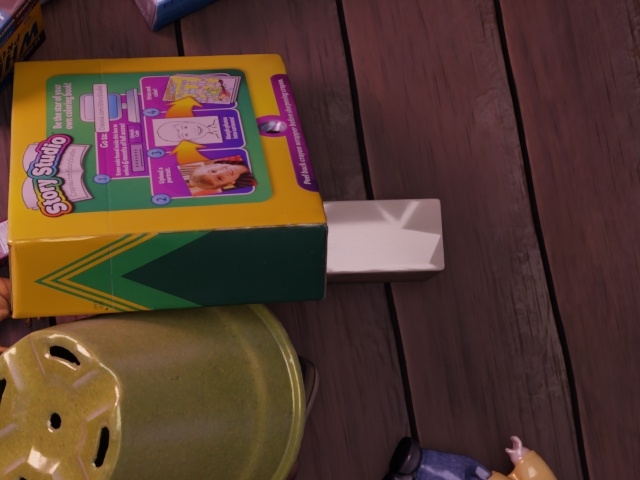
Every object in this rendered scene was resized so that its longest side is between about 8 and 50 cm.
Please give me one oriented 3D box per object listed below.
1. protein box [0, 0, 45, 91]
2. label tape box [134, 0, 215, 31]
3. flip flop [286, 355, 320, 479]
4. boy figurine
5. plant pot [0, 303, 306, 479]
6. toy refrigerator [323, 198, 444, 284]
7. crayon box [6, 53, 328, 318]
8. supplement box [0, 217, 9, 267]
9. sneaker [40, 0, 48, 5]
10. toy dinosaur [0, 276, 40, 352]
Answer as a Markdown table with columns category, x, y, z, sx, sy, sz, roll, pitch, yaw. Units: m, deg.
| category | x | y | z | sx | sy | sz | roll | pitch | yaw |
| --- | --- | --- | --- | --- | --- | --- | --- | --- | --- |
| protein box | -0.431 | -0.263 | 1.594 | 0.201 | 0.200 | 0.136 | 37 | 78 | -2 |
| label tape box | -0.173 | -0.463 | 1.709 | 0.249 | 0.115 | 0.347 | -28 | 87 | -12 |
| flip flop | -0.071 | 0.262 | 1.621 | 0.080 | 0.112 | 0.277 | 44 | 65 | -45 |
| boy figurine | 0.213 | 0.315 | 1.646 | 0.285 | 0.092 | 0.177 | 21 | 88 | -6 |
| plant pot | -0.197 | 0.176 | 1.470 | 0.276 | 0.254 | 0.276 | 0 | 91 | 31 |
| toy refrigerator | 0.000 | 0.000 | 1.664 | 0.269 | 0.102 | 0.094 | -2 | 81 | -8 |
| crayon box | -0.174 | -0.071 | 1.540 | 0.313 | 0.363 | 0.106 | -4 | 125 | -8 |
| supplement box | -0.378 | 0.010 | 1.632 | 0.083 | 0.055 | 0.043 | -24 | 84 | -12 |
| sneaker | -0.399 | -0.392 | 1.670 | 0.300 | 0.111 | 0.121 | 41 | 82 | 2 |
| toy dinosaur | -0.384 | 0.067 | 1.604 | 0.211 | 0.064 | 0.112 | 2 | 92 | -42 |
